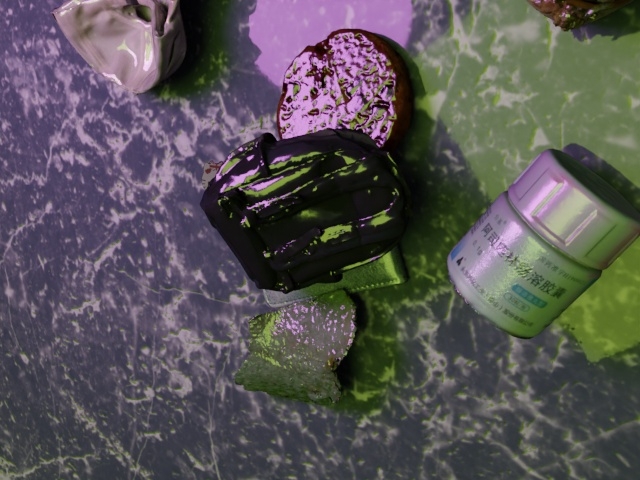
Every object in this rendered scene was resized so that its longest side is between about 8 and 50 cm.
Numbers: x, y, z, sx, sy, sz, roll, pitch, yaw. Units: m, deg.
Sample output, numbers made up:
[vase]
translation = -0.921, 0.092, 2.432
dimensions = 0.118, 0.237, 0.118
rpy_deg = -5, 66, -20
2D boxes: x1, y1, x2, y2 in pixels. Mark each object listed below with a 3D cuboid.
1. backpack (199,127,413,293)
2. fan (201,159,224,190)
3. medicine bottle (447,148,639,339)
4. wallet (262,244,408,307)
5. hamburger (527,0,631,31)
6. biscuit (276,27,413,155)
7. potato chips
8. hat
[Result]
[backpack]
translation = -0.014, -0.036, 0.746
dimensions = 0.258, 0.133, 0.206
rpy_deg = -17, 116, 26
[fan]
translation = -0.157, -0.079, 0.948
dimensions = 0.056, 0.004, 0.083
rpy_deg = 8, 104, 29
[medicine bottle]
translation = 0.232, 0.004, 0.661
dimensions = 0.135, 0.135, 0.168
rpy_deg = 45, 117, 16
[wallet]
translation = -0.001, 0.000, 0.853
dimensions = 0.222, 0.036, 0.167
rpy_deg = -13, 93, 31
[hamburger]
translation = 0.264, -0.280, 0.590
dimensions = 0.185, 0.131, 0.159
rpy_deg = 33, 102, 18
[biscuit]
translation = 0.028, -0.168, 0.788
dimensions = 0.192, 0.049, 0.192
rpy_deg = 2, 94, 29
[potato chips]
translation = -0.029, 0.156, 0.869
dimensions = 0.167, 0.059, 0.228
rpy_deg = 30, 123, 21
[hat]
translation = -0.249, -0.348, 0.911
dimensions = 0.219, 0.164, 0.226
rpy_deg = 25, 72, 25
